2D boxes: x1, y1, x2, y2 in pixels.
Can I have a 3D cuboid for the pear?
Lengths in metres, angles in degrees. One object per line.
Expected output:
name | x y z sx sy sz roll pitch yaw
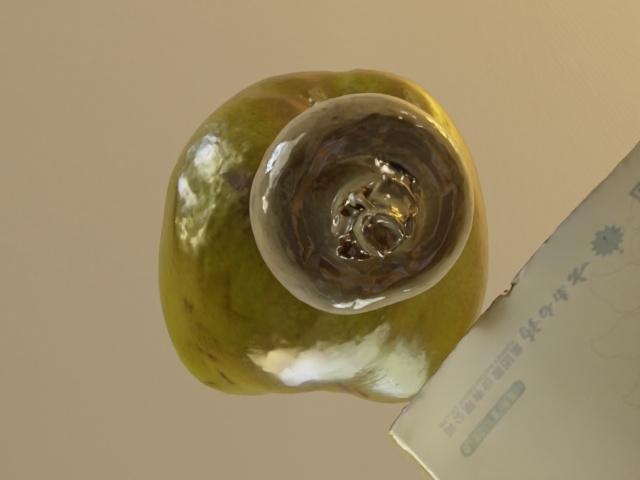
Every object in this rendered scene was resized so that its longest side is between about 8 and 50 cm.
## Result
pear | 0.000 0.000 0.829 0.200 0.200 0.200 1 -80 8

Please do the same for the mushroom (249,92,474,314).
mushroom | 0.017 -0.012 0.531 0.085 0.079 0.085 0 -86 -8

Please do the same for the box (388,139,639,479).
box | 0.154 0.047 0.472 0.212 0.095 0.168 -50 -134 4
